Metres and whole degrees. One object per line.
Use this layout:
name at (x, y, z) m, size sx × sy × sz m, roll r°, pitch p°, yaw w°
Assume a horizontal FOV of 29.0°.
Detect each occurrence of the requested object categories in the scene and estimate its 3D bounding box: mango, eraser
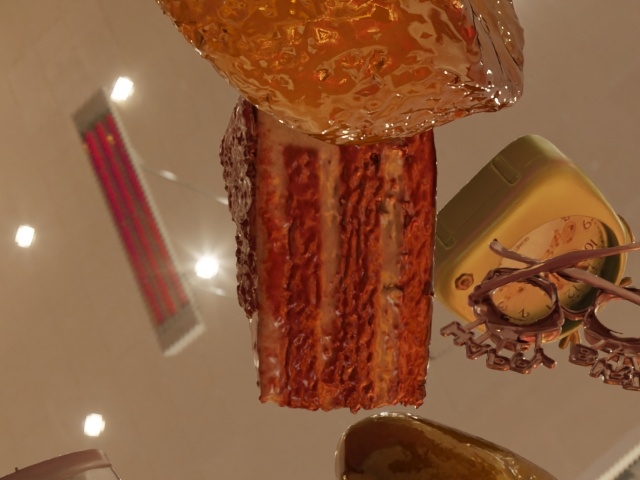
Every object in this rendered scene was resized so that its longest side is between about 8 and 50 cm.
mango at (0.159, 0.308, 1.333) m, size 0.253 × 0.365 × 0.182 m, roll -17°, pitch -147°, yaw 50°
eraser at (-0.307, 0.299, 1.270) m, size 0.204 × 0.243 × 0.059 m, roll -149°, pitch -132°, yaw -62°

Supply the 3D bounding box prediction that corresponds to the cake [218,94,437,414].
cake at (0.000, 0.000, 1.026) m, size 0.159 × 0.158 × 0.262 m, roll -154°, pitch -115°, yaw -77°

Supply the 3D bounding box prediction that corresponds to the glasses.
glasses at (0.242, 0.063, 1.136) m, size 0.255 × 0.095 × 0.162 m, roll 6°, pitch -139°, yaw 12°

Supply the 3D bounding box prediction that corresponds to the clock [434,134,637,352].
clock at (0.279, 0.030, 1.571) m, size 0.235 × 0.308 × 0.096 m, roll -46°, pitch -143°, yaw 8°

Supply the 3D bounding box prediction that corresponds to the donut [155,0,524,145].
donut at (-0.011, -0.153, 0.545) m, size 0.108 × 0.277 × 0.278 m, roll -34°, pitch -120°, yaw 17°
